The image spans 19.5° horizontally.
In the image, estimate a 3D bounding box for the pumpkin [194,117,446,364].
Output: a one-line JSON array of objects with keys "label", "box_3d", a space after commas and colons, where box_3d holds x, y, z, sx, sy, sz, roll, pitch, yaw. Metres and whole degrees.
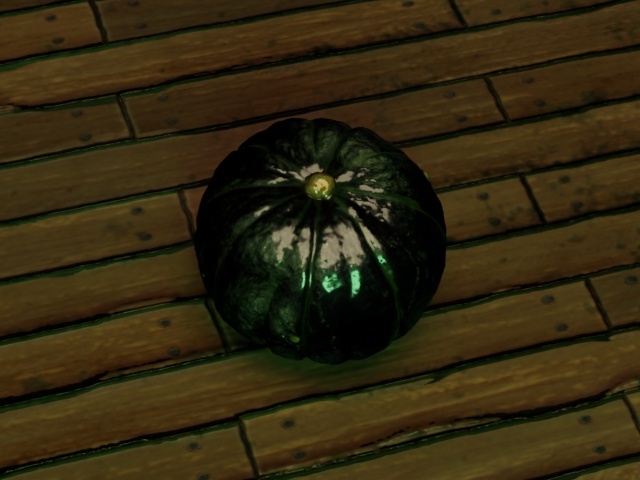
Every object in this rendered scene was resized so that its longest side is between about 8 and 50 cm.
[{"label": "pumpkin", "box_3d": [0.000, 0.000, 1.590, 0.220, 0.162, 0.220, 0, 52, 0]}]
